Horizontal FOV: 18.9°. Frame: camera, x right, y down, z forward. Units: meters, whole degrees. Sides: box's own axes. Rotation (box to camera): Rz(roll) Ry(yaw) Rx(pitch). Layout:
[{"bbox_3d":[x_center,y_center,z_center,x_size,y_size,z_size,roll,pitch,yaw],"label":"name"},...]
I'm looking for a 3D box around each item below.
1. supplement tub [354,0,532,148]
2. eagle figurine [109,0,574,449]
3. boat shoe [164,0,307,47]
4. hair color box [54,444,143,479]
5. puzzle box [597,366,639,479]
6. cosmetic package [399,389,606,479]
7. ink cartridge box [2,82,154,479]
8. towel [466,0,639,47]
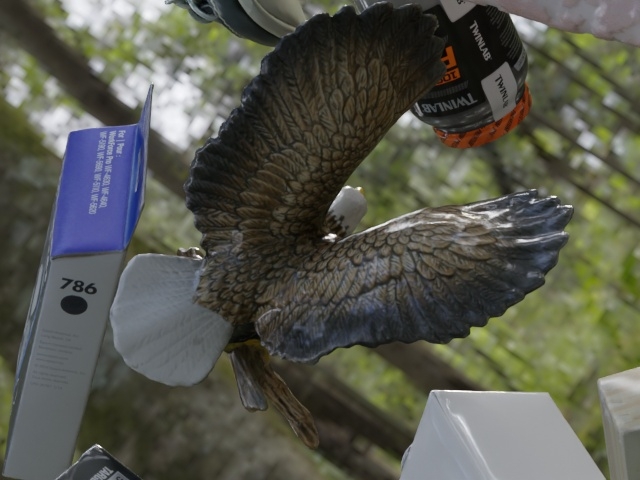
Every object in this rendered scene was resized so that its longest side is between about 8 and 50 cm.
[{"bbox_3d":[0.107,-0.180,1.659,0.117,0.117,0.190,-47,-56,-28],"label":"supplement tub"},{"bbox_3d":[0.002,-0.007,1.423,0.298,0.226,0.225,-38,35,39],"label":"eagle figurine"},{"bbox_3d":[-0.074,-0.204,1.582,0.099,0.116,0.319,-26,12,8],"label":"boat shoe"},{"bbox_3d":[-0.077,0.325,1.289,0.185,0.374,0.113,-40,-18,-47],"label":"hair color box"},{"bbox_3d":[0.377,0.139,1.140,0.409,0.052,0.272,-15,-53,-2],"label":"puzzle box"},{"bbox_3d":[0.213,0.335,1.945,0.155,0.365,0.197,3,-56,-23],"label":"cosmetic package"},{"bbox_3d":[-0.205,0.036,1.604,0.165,0.065,0.332,-91,17,-50],"label":"ink cartridge box"},{"bbox_3d":[0.165,-0.319,1.463,0.317,0.332,0.053,-66,-20,-16],"label":"towel"}]
